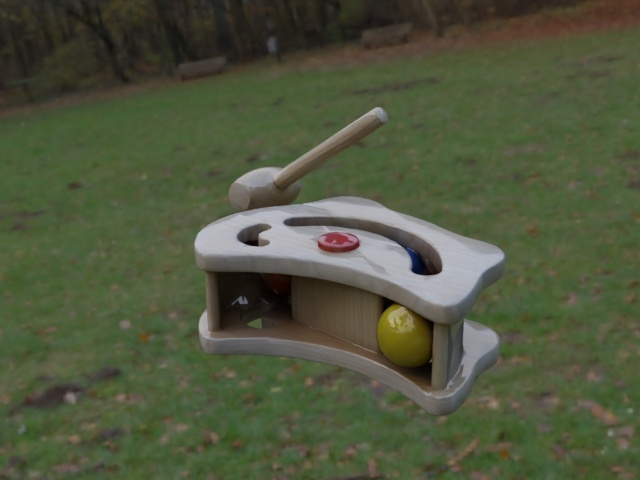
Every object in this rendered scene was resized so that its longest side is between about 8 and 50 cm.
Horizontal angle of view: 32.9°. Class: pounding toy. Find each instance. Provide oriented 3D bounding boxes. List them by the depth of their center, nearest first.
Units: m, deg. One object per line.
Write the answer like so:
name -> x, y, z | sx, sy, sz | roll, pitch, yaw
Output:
pounding toy -> 0.000, 0.000, 0.740 | 0.154, 0.154, 0.269 | -19, 29, -38
